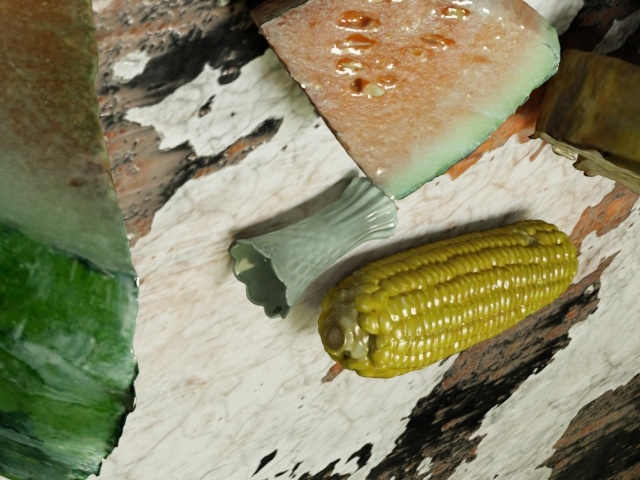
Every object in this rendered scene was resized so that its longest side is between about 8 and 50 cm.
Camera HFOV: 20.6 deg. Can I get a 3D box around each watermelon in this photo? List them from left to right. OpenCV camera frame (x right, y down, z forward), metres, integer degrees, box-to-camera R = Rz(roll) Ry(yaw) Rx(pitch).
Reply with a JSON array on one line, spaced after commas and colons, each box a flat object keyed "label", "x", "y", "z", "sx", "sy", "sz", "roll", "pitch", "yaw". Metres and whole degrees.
[{"label": "watermelon", "x": -0.212, "y": -0.006, "z": 1.061, "sx": 0.151, "sy": 0.302, "sz": 0.264, "roll": 0, "pitch": 146, "yaw": -19}, {"label": "watermelon", "x": 0.043, "y": -0.157, "z": 1.331, "sx": 0.193, "sy": 0.140, "sz": 0.256, "roll": -43, "pitch": 146, "yaw": 15}]

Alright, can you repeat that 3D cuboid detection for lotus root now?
[{"label": "lotus root", "x": 0.388, "y": -0.064, "z": 1.680, "sx": 0.111, "sy": 0.375, "sz": 0.390, "roll": -63, "pitch": 164, "yaw": 3}]

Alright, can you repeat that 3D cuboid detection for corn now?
[{"label": "corn", "x": 0.135, "y": 0.056, "z": 1.798, "sx": 0.363, "sy": 0.120, "sz": 0.120, "roll": -15, "pitch": 145, "yaw": -44}]

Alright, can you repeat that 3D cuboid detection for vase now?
[{"label": "vase", "x": 0.000, "y": 0.000, "z": 1.566, "sx": 0.148, "sy": 0.081, "sz": 0.081, "roll": -33, "pitch": 155, "yaw": -28}]
